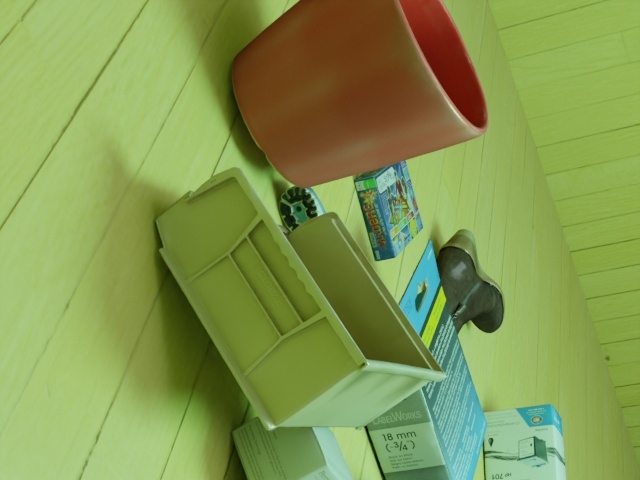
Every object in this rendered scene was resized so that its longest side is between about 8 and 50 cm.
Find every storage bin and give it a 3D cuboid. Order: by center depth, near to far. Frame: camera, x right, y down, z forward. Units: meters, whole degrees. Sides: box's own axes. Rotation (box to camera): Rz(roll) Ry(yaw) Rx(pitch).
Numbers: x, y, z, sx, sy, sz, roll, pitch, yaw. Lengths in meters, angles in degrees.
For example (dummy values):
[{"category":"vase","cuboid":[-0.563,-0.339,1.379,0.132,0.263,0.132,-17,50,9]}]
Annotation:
[{"category":"storage bin","cuboid":[-0.019,0.066,1.224,0.260,0.123,0.262,57,14,20]}]

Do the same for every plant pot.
[{"category":"plant pot","cuboid":[0.042,-0.201,1.423,0.275,0.243,0.275,49,26,-34]}]

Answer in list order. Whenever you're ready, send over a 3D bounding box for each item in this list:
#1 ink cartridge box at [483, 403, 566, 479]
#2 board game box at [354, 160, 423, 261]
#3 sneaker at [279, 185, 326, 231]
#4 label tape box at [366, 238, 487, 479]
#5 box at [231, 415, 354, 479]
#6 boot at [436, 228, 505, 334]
[{"category":"ink cartridge box","cuboid":[0.385,0.417,2.165,0.082,0.139,0.191,53,32,-50]},{"category":"board game box","cuboid":[0.115,-0.058,1.872,0.201,0.035,0.136,-38,114,-67]},{"category":"sneaker","cuboid":[0.000,0.000,1.509,0.073,0.063,0.162,-45,121,-69]},{"category":"label tape box","cuboid":[0.139,0.202,1.695,0.240,0.105,0.334,-55,130,-62]},{"category":"box","cuboid":[-0.025,0.242,1.233,0.101,0.087,0.102,55,6,-47]},{"category":"boot","cuboid":[0.260,0.126,2.121,0.207,0.090,0.248,-59,136,-44]}]
